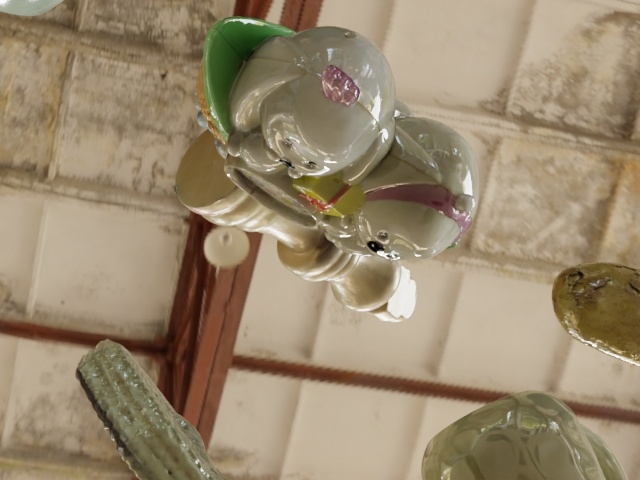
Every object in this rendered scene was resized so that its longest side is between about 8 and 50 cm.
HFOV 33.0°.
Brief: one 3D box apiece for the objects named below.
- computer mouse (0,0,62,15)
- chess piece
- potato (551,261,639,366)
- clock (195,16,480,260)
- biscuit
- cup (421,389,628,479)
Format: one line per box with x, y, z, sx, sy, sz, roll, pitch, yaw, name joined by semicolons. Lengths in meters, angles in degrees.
-0.288;-0.311;0.966;0.160;0.288;0.097;14;-50;-29;computer mouse
0.000;0.000;1.308;0.117;0.117;0.397;-43;-46;11;chess piece
0.338;0.080;1.195;0.170;0.080;0.107;27;-105;8;potato
0.016;-0.059;0.676;0.231;0.144;0.103;37;-101;-35;clock
-0.103;0.187;0.852;0.052;0.150;0.252;-38;-85;-8;biscuit
0.246;0.261;1.117;0.255;0.202;0.173;-15;-23;-25;cup
